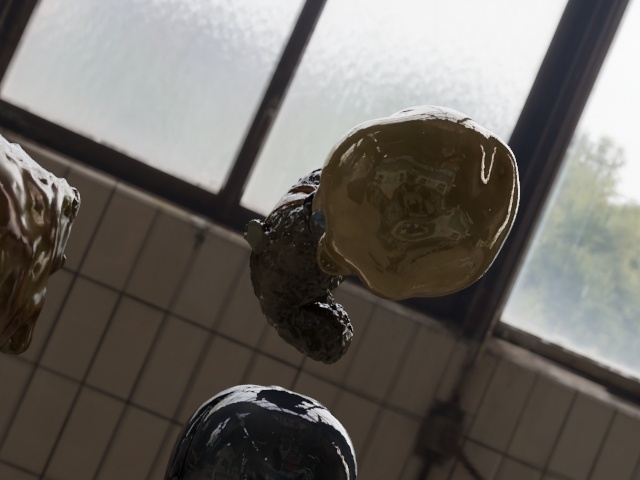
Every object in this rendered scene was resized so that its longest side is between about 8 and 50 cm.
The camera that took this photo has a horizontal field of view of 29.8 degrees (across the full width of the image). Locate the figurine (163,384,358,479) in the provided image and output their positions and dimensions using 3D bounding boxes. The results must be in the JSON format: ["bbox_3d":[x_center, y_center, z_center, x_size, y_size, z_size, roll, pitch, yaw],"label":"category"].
[{"bbox_3d":[-0.061,0.255,1.015,0.175,0.265,0.197,7,-7,-37],"label":"figurine"}]

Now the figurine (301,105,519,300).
[{"bbox_3d":[0.044,-0.024,0.720,0.114,0.108,0.196,1,3,-12],"label":"figurine"}]

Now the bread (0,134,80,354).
[{"bbox_3d":[-0.218,-0.030,0.490,0.181,0.096,0.222,13,-13,26],"label":"bread"}]

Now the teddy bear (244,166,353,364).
[{"bbox_3d":[0.000,0.000,1.165,0.140,0.177,0.190,24,24,-1],"label":"teddy bear"}]
